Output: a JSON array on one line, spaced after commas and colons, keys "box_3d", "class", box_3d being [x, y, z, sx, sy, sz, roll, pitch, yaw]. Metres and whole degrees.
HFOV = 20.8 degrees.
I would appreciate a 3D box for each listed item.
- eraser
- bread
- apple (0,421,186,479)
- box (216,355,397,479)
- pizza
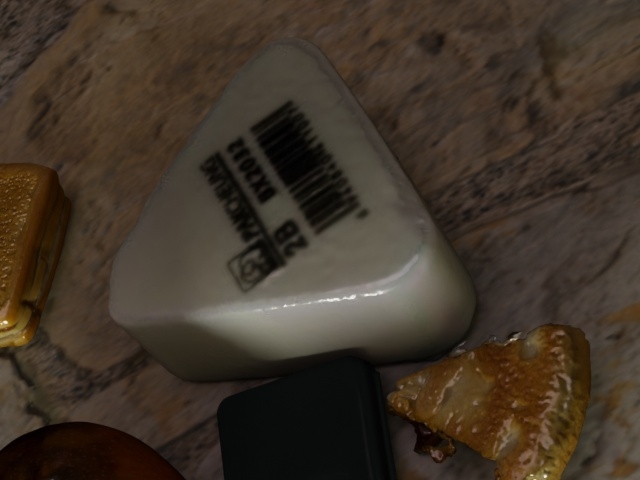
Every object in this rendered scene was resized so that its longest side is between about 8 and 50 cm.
[{"box_3d": [0.000, 0.000, 1.621, 0.331, 0.150, 0.331, -10, 59, 17], "class": "eraser"}, {"box_3d": [-0.331, 0.014, 1.808, 0.116, 0.077, 0.200, -4, 58, 24], "class": "bread"}, {"box_3d": [-0.209, 0.267, 1.516, 0.230, 0.230, 0.230, -11, 57, 18], "class": "apple"}, {"box_3d": [-0.007, 0.224, 1.546, 0.160, 0.050, 0.230, -20, 55, 17], "class": "box"}, {"box_3d": [0.144, 0.151, 1.518, 0.194, 0.069, 0.154, -2, 65, 38], "class": "pizza"}]
